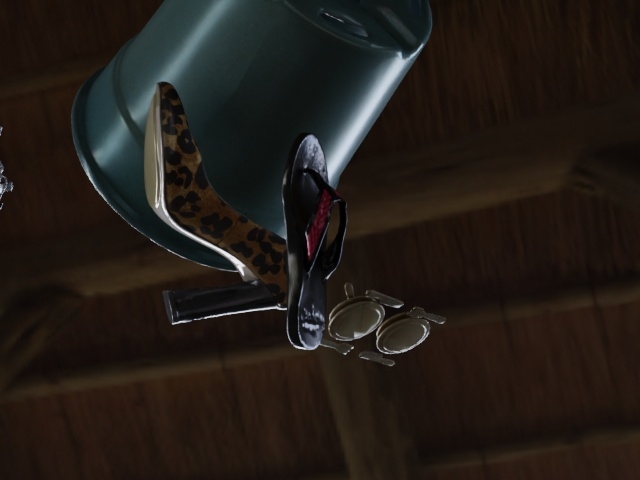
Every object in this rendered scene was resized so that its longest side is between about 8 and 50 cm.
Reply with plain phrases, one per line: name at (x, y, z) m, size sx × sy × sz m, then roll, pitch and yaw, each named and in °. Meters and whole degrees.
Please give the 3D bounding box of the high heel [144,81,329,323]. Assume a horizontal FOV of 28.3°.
high heel at (-0.089, -0.048, 1.364) m, size 0.186 × 0.093 × 0.261 m, roll -9°, pitch -81°, yaw -17°

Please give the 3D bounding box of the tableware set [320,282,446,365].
tableware set at (0.084, 0.121, 1.893) m, size 0.128 × 0.039 × 0.194 m, roll -43°, pitch -40°, yaw 24°

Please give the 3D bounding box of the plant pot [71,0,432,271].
plant pot at (-0.063, -0.195, 1.463) m, size 0.341 × 0.341 × 0.334 m, roll 19°, pitch -46°, yaw -25°

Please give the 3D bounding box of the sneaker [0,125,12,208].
sneaker at (-0.497, -0.071, 1.830) m, size 0.115 × 0.281 × 0.105 m, roll 4°, pitch -28°, yaw -28°

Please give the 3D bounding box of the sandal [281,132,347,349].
sandal at (0.000, 0.000, 1.046) m, size 0.040 × 0.179 × 0.067 m, roll -4°, pitch -7°, yaw 30°
